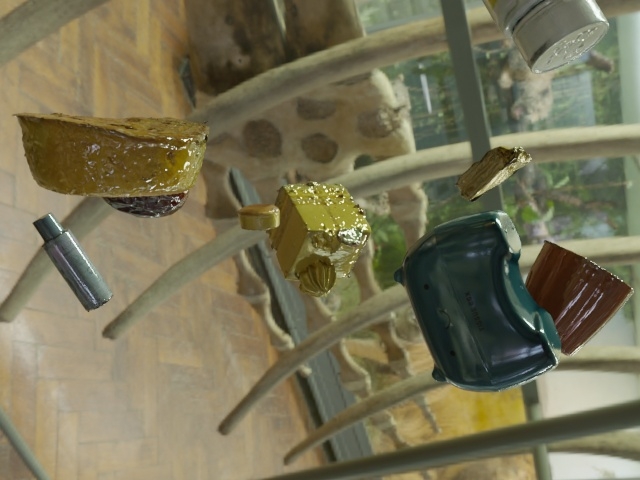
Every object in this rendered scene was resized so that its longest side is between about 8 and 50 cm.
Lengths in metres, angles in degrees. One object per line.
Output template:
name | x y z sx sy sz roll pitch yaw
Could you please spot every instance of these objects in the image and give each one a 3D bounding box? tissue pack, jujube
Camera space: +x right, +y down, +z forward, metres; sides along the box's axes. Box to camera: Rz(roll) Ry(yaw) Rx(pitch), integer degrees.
tissue pack | 0.259 0.105 1.155 0.198 0.206 0.287 -16 85 -66
jujube | -0.478 -0.151 1.875 0.243 0.183 0.183 7 72 -36

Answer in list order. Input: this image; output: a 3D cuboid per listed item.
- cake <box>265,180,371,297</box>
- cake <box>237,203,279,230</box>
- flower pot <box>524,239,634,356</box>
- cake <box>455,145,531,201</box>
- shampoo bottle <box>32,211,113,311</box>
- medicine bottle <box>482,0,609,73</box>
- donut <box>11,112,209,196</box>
cake | 0.000 0.000 1.980 0.286 0.222 0.227 58 -41 38
cake | -0.120 -0.047 1.351 0.084 0.084 0.044 -43 130 -70
flower pot | 0.468 0.119 1.309 0.173 0.190 0.190 -60 161 2
cake | 0.428 -0.176 1.695 0.116 0.185 0.080 -12 57 -47
shampoo bottle | -0.512 0.042 1.414 0.214 0.072 0.072 60 22 -14
medicine bottle | 0.307 -0.387 1.017 0.258 0.143 0.143 65 14 12
donut | -0.298 -0.128 1.010 0.277 0.277 0.109 -34 128 -72
